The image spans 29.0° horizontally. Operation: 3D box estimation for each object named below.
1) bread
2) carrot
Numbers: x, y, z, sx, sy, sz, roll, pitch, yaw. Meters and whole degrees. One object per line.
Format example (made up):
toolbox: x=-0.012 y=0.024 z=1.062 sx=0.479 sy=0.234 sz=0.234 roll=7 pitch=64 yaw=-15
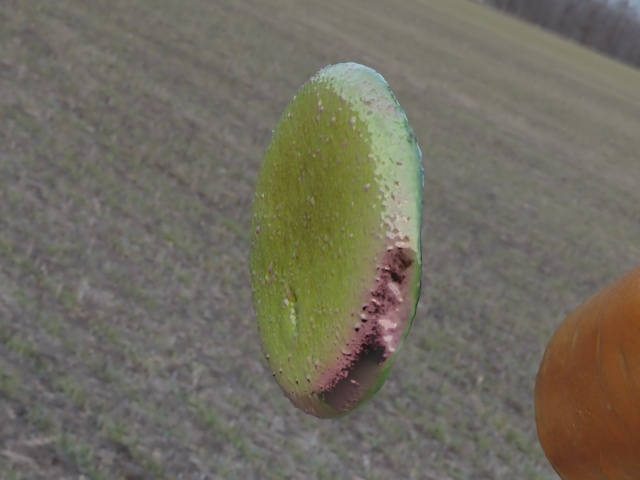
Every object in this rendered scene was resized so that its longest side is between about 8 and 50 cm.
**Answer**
bread: x=0.000 y=0.000 z=0.778 sx=0.033 sy=0.228 sz=0.228 roll=2 pitch=21 yaw=-25
carrot: x=0.300 y=0.081 z=0.887 sx=0.193 sy=0.214 sz=0.331 roll=31 pitch=-19 yaw=-2
